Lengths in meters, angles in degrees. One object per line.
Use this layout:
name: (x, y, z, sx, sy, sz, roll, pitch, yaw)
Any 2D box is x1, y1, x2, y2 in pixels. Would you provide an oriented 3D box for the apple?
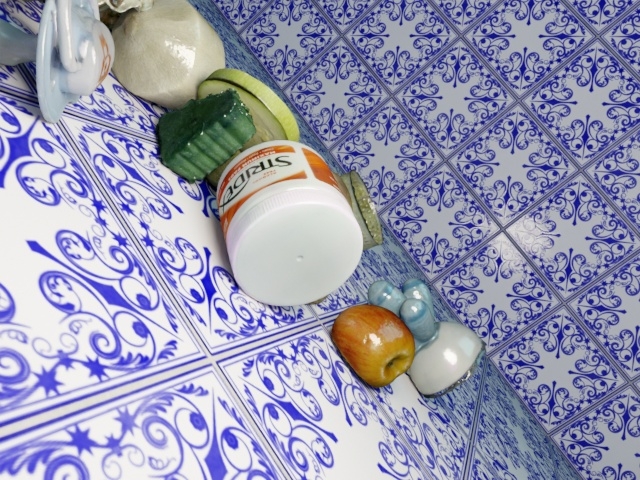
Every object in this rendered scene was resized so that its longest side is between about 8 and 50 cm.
apple: (0.121, 0.230, 1.276, 0.173, 0.160, 0.195, 33, -8, 43)

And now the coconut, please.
coconut: (-0.353, -0.430, 1.277, 0.237, 0.237, 0.266, 54, 15, 14)

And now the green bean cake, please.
green bean cake: (-0.242, -0.242, 1.195, 0.107, 0.208, 0.193, 43, 18, -40)

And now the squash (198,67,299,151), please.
squash: (-0.165, -0.281, 1.263, 0.252, 0.049, 0.252, 29, -23, 14)

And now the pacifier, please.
pacifier: (-0.444, -0.318, 0.881, 0.207, 0.228, 0.279, 5, 27, -11)

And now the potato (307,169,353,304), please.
potato: (0.033, 0.007, 1.333, 0.189, 0.264, 0.211, 27, 20, -39)

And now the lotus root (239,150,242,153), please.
lotus root: (-0.205, -0.268, 1.539, 0.278, 0.154, 0.154, 51, 11, -33)

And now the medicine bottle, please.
medicine bottle: (-0.068, -0.039, 1.110, 0.252, 0.252, 0.241, 40, 16, -39)

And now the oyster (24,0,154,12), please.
oyster: (-0.517, -0.517, 1.089, 0.351, 0.115, 0.238, 24, 17, -5)

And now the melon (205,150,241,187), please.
melon: (-0.229, -0.181, 1.299, 0.099, 0.099, 0.162, 38, 16, -42)

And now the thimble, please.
thimble: (0.090, -0.086, 1.838, 0.271, 0.150, 0.271, 58, 20, -34)

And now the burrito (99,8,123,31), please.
burrito: (-0.505, -0.576, 1.461, 0.175, 0.107, 0.348, 34, 11, -1)

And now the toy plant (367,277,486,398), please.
toy plant: (0.258, 0.238, 1.540, 0.332, 0.247, 0.247, 46, 13, -4)
